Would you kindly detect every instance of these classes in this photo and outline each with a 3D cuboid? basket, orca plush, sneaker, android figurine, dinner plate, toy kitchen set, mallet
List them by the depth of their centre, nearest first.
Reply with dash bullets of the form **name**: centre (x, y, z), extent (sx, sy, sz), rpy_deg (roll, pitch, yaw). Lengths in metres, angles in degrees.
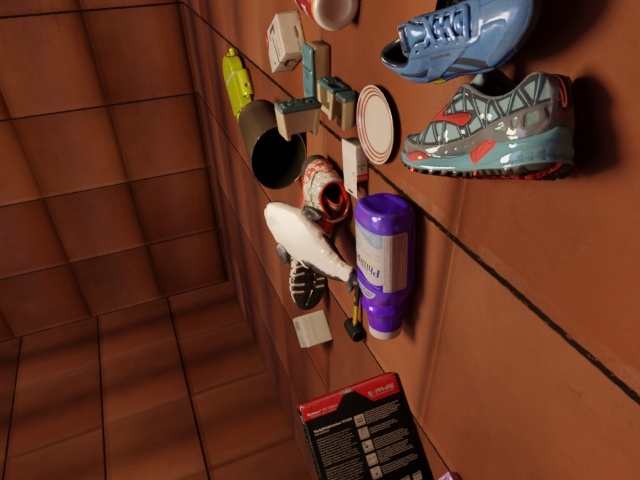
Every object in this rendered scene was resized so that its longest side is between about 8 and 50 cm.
- **sneaker**: centre (0.135, -0.215, 0.506), extent (0.209, 0.082, 0.069), rpy_deg (-166, 80, -69)
- **sneaker**: centre (0.193, -0.135, 0.563), extent (0.262, 0.104, 0.125), rpy_deg (-161, 76, -64)
- **dinner plate**: centre (0.102, -0.210, 0.860), extent (0.141, 0.017, 0.141), rpy_deg (165, 90, -71)
- **toy kitchen set**: centre (-0.035, -0.307, 0.951), extent (0.207, 0.166, 0.122), rpy_deg (-126, 27, -48)
- **orca plush**: centre (0.000, 0.000, 1.103), extent (0.287, 0.102, 0.151), rpy_deg (24, 106, 24)
- **sneaker**: centre (0.006, -0.059, 1.148), extent (0.145, 0.090, 0.270), rpy_deg (-123, 28, -51)
- **mallet**: centre (0.085, 0.161, 1.181), extent (0.062, 0.039, 0.189), rpy_deg (-132, 37, -60)
- **basket**: centre (-0.148, -0.290, 1.346), extent (0.204, 0.154, 0.227), rpy_deg (90, 161, -44)
- **sneaker**: centre (-0.056, 0.061, 1.439), extent (0.162, 0.106, 0.281), rpy_deg (-164, 71, -75)
- **android figurine**: centre (-0.302, -0.559, 1.737), extent (0.248, 0.056, 0.272), rpy_deg (-177, 73, -72)

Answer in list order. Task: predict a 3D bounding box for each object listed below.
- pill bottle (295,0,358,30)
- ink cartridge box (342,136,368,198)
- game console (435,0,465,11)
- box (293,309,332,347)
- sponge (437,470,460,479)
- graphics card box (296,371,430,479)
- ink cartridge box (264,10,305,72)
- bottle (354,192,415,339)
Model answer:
- **pill bottle**: centre (0.001, -0.450, 0.864), extent (0.086, 0.086, 0.152), rpy_deg (93, 156, -43)
- **ink cartridge box**: centre (0.072, -0.150, 0.978), extent (0.063, 0.029, 0.115), rpy_deg (-133, 32, -55)
- **game console**: centre (0.143, -0.397, 0.552), extent (0.213, 0.044, 0.361), rpy_deg (94, 153, -45)
- **box**: centre (-0.027, 0.284, 1.516), extent (0.101, 0.087, 0.102), rpy_deg (137, 116, -70)
- **sponge**: centre (0.210, 0.554, 0.900), extent (0.210, 0.031, 0.117), rpy_deg (-50, 45, 17)
- **graphics card box**: centre (0.111, 0.507, 1.042), extent (0.094, 0.233, 0.370), rpy_deg (122, 130, -72)
- **ink cartridge box**: centre (-0.088, -0.481, 1.154), extent (0.135, 0.056, 0.099), rpy_deg (-179, 76, -72)
- **bottle**: centre (0.120, 0.057, 0.889), extent (0.118, 0.092, 0.282), rpy_deg (-133, 34, -54)
